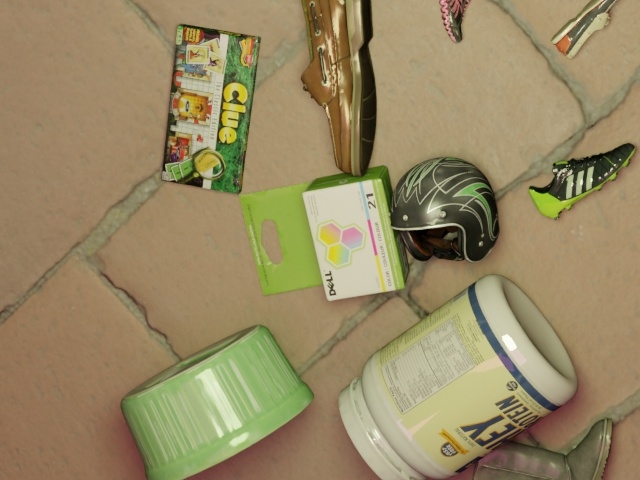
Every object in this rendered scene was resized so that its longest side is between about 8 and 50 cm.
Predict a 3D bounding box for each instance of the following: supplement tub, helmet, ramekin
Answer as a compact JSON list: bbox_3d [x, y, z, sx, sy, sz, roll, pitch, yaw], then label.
[{"bbox_3d":[0.214,0.231,2.000,0.325,0.235,0.235,-37,96,18],"label":"supplement tub"},{"bbox_3d":[0.190,-0.050,1.956,0.169,0.169,0.161,-25,121,16],"label":"helmet"},{"bbox_3d":[-0.176,0.260,2.052,0.303,0.303,0.148,-27,92,16],"label":"ramekin"}]

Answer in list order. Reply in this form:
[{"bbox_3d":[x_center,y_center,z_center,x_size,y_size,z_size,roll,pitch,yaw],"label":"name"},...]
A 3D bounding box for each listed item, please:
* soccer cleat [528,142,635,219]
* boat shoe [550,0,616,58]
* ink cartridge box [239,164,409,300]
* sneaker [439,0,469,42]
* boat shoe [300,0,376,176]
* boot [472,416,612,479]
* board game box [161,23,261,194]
[{"bbox_3d":[0.405,-0.104,1.963,0.179,0.060,0.072,-37,95,20],"label":"soccer cleat"},{"bbox_3d":[0.410,-0.333,1.902,0.043,0.049,0.137,44,111,-7],"label":"boat shoe"},{"bbox_3d":[0.000,0.000,2.045,0.255,0.097,0.189,-10,104,12],"label":"ink cartridge box"},{"bbox_3d":[0.210,-0.364,1.934,0.057,0.047,0.119,-12,105,1],"label":"sneaker"},{"bbox_3d":[0.026,-0.253,1.971,0.104,0.111,0.307,0,96,14],"label":"boat shoe"},{"bbox_3d":[0.368,0.356,2.102,0.208,0.076,0.190,17,106,12],"label":"boot"},{"bbox_3d":[-0.179,-0.212,2.053,0.136,0.030,0.260,9,107,5],"label":"board game box"}]
